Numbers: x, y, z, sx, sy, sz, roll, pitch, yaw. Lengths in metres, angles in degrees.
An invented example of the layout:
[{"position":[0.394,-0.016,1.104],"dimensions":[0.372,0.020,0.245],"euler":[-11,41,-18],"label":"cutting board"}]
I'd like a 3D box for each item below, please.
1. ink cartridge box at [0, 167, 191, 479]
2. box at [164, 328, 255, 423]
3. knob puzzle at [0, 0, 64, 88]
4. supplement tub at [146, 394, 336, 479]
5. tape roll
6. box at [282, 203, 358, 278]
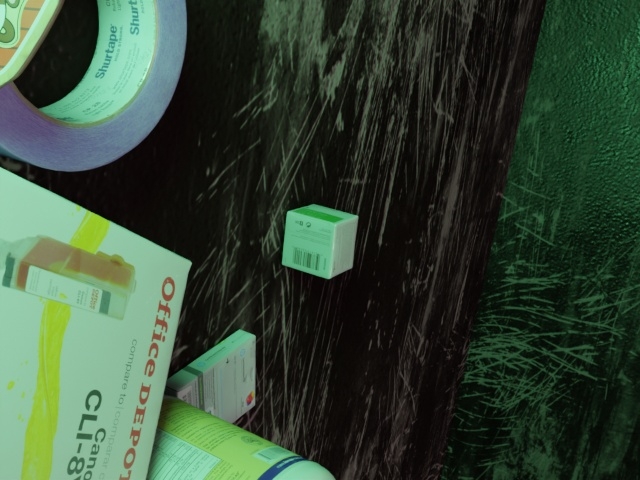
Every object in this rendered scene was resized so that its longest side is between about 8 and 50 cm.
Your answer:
[{"position":[-0.302,0.090,0.585],"dimensions":[0.384,0.160,0.279],"euler":[37,59,-60],"label":"ink cartridge box"},{"position":[-0.172,0.245,1.073],"dimensions":[0.186,0.038,0.145],"euler":[-32,132,-50],"label":"box"},{"position":[-0.282,-0.188,0.489],"dimensions":[0.030,0.213,0.213],"euler":[-69,166,-73],"label":"knob puzzle"},{"position":[-0.167,0.329,0.815],"dimensions":[0.241,0.331,0.241],"euler":[-35,133,-50],"label":"supplement tub"},{"position":[-0.252,-0.208,0.644],"dimensions":[0.275,0.090,0.275],"euler":[-37,136,-48],"label":"tape roll"},{"position":[0.000,0.000,1.187],"dimensions":[0.087,0.101,0.102],"euler":[-20,121,-57],"label":"box"}]
